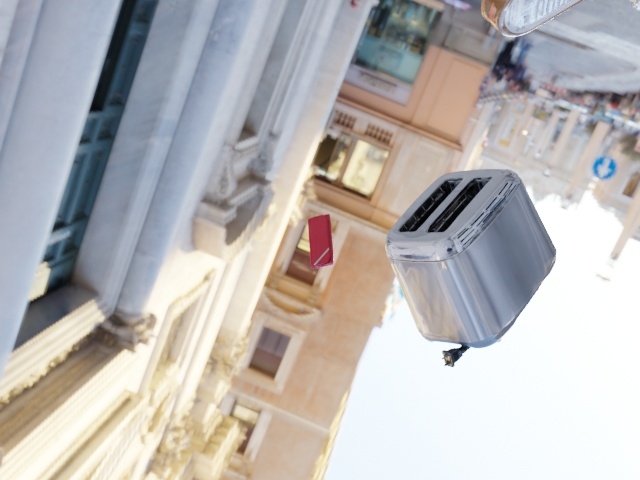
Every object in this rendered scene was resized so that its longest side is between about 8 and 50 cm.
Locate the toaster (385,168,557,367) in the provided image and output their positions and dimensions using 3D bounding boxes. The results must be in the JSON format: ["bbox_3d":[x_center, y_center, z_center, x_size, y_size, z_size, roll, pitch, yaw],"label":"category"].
[{"bbox_3d":[0.167,0.018,0.921,0.129,0.146,0.227,2,-143,48],"label":"toaster"}]

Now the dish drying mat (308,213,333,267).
[{"bbox_3d":[0.000,0.000,1.063,0.008,0.032,0.083,61,-160,-49],"label":"dish drying mat"}]

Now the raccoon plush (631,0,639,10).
[{"bbox_3d":[0.398,-0.196,0.667,0.299,0.216,0.446,7,-174,-43],"label":"raccoon plush"}]

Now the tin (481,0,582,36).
[{"bbox_3d":[0.263,-0.291,0.875,0.040,0.190,0.106,56,174,21],"label":"tin"}]
